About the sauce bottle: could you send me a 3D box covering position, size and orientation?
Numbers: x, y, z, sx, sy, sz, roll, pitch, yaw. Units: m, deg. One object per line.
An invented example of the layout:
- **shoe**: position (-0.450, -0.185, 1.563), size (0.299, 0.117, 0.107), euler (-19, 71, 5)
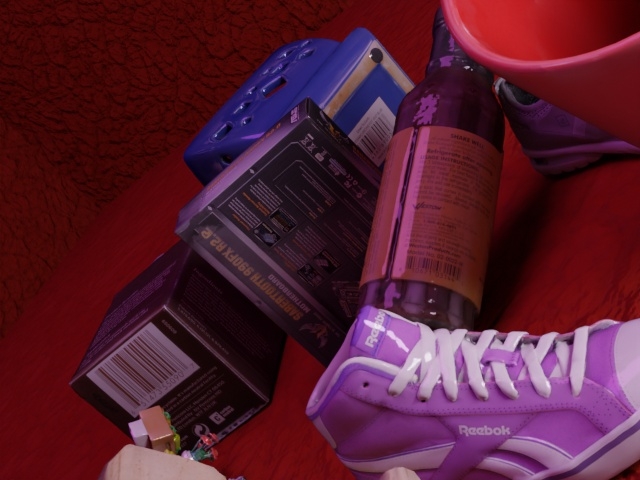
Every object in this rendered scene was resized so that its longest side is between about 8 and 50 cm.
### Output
- **sauce bottle**: position (0.115, -0.067, 0.965), size (0.111, 0.111, 0.344), euler (-21, 49, 55)

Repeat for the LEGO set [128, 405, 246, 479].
- **LEGO set**: position (-0.106, 0.223, 0.974), size (0.107, 0.132, 0.287), euler (-37, 10, -2)

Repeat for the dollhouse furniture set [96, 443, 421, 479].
- **dollhouse furniture set**: position (-0.131, 0.288, 0.482), size (0.394, 0.362, 0.256), euler (-56, 24, 28)

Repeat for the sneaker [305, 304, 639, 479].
- **sneaker**: position (0.105, 0.093, 0.695), size (0.282, 0.161, 0.102), euler (-33, 19, 33)

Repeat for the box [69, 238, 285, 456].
- **box**: position (-0.160, 0.125, 1.243), size (0.168, 0.167, 0.203), euler (-38, 17, 23)

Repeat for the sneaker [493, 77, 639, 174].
- **sneaker**: position (0.266, -0.141, 0.946), size (0.281, 0.115, 0.105), euler (-23, 27, 52)

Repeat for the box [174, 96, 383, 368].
- **box**: position (0.000, 0.000, 1.047), size (0.183, 0.231, 0.056), euler (-40, 20, 20)

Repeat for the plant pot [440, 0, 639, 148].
- **plant pot**: position (0.262, -0.173, 0.715), size (0.275, 0.243, 0.275), euler (-29, 46, 35)

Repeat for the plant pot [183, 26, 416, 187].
- **plant pot**: position (0.014, -0.113, 1.302), size (0.212, 0.236, 0.236), euler (-9, 38, 54)
